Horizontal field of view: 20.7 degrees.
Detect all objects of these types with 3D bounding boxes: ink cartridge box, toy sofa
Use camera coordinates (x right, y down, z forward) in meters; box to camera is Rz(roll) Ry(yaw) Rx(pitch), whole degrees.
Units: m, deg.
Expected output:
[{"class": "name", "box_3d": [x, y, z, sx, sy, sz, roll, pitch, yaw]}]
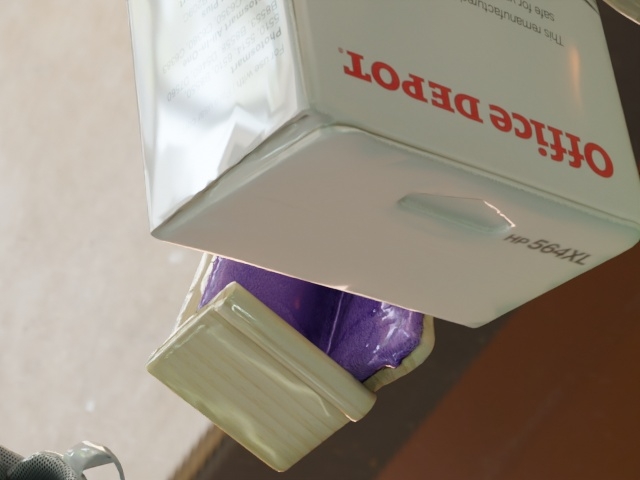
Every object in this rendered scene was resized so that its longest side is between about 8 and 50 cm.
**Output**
[{"class": "ink cartridge box", "box_3d": [0.014, -0.087, 0.583, 0.086, 0.148, 0.203, -33, 53, 40]}, {"class": "toy sofa", "box_3d": [0.000, 0.000, 1.462, 0.177, 0.150, 0.362, -40, 18, 32]}]

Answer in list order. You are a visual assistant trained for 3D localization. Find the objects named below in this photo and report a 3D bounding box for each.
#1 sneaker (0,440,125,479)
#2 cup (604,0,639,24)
[{"class": "sneaker", "box_3d": [-0.263, 0.214, 0.925, 0.137, 0.366, 0.210, 52, 145, 44]}, {"class": "cup", "box_3d": [0.246, -0.245, 0.959, 0.331, 0.331, 0.237, 1, 52, 45]}]
